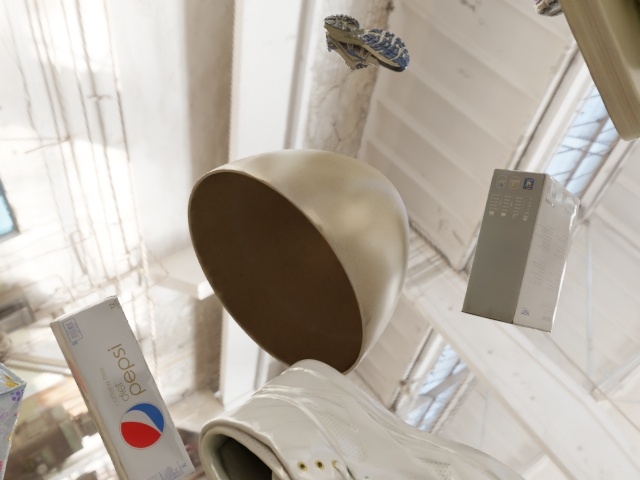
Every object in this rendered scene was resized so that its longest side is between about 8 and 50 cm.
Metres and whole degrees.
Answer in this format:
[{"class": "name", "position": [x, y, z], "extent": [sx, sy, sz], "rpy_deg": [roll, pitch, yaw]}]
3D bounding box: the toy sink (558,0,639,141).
[{"class": "toy sink", "position": [0.195, -0.188, 0.313], "extent": [0.131, 0.234, 0.153], "rpy_deg": [-11, -47, 39]}]

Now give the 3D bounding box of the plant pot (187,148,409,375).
[{"class": "plant pot", "position": [0.000, 0.000, 0.829], "extent": [0.284, 0.191, 0.284], "rpy_deg": [28, -43, 30]}]

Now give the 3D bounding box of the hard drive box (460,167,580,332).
[{"class": "hard drive box", "position": [0.326, 0.021, 1.067], "extent": [0.089, 0.181, 0.232], "rpy_deg": [11, -95, 38]}]

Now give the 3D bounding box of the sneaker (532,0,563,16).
[{"class": "sneaker", "position": [0.327, -0.354, 0.834], "extent": [0.170, 0.068, 0.071], "rpy_deg": [-31, -108, 52]}]

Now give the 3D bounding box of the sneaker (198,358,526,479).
[{"class": "sneaker", "position": [0.041, 0.209, 0.507], "extent": [0.292, 0.169, 0.108], "rpy_deg": [25, -69, 26]}]

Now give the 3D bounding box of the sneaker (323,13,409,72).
[{"class": "sneaker", "position": [0.062, -0.255, 0.899], "extent": [0.135, 0.052, 0.058], "rpy_deg": [35, -37, 22]}]

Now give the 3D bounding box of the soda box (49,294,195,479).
[{"class": "soda box", "position": [-0.221, 0.173, 0.737], "extent": [0.074, 0.069, 0.216], "rpy_deg": [-16, -83, 60]}]

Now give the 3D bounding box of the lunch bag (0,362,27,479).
[{"class": "lunch bag", "position": [-0.187, 0.096, 0.304], "extent": [0.053, 0.083, 0.071], "rpy_deg": [25, -77, 28]}]
